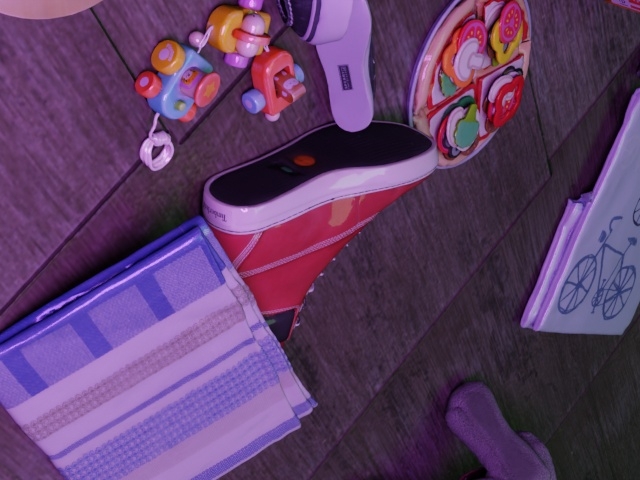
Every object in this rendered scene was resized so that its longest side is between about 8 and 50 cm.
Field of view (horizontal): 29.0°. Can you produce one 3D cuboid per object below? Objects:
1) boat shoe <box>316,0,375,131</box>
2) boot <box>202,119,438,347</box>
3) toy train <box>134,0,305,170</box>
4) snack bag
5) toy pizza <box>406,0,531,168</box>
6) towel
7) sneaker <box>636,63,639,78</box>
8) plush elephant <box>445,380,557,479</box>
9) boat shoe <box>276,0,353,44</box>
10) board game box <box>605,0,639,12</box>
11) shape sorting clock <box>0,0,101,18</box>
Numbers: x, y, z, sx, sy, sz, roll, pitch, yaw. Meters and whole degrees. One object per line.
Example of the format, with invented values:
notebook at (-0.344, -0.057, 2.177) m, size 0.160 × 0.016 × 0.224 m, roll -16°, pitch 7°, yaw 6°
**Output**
boat shoe at (0.023, -0.161, 1.051) m, size 0.040 × 0.049 × 0.142 m, roll -76°, pitch 164°, yaw -52°
boot at (0.000, 0.000, 1.094) m, size 0.244 × 0.088 × 0.176 m, roll -23°, pitch 131°, yaw -33°
toy train at (-0.067, -0.118, 0.953) m, size 0.166 × 0.046 × 0.125 m, roll -36°, pitch 138°, yaw -35°
snack bag at (0.404, -0.029, 1.653) m, size 0.323 × 0.037 × 0.342 m, roll 8°, pitch 107°, yaw -55°
toy pizza at (0.158, -0.163, 1.235) m, size 0.201 × 0.032 × 0.201 m, roll -32°, pitch 136°, yaw -37°
towel at (-0.131, 0.117, 0.998) m, size 0.209 × 0.034 × 0.285 m, roll -32°, pitch 139°, yaw -6°
sneaker at (0.432, -0.253, 1.493) m, size 0.132 × 0.086 × 0.228 m, roll -52°, pitch 146°, yaw -11°
plush elephant at (0.199, 0.380, 1.484) m, size 0.272 × 0.330 × 0.255 m, roll -47°, pitch 162°, yaw -34°
boat shoe at (-0.042, -0.244, 0.860) m, size 0.102 × 0.108 × 0.301 m, roll -18°, pitch 149°, yaw -5°
board game box at (0.472, -0.419, 1.185) m, size 0.356 × 0.356 × 0.356 m, roll -57°, pitch 146°, yaw -8°
shape sorting clock at (-0.168, -0.237, 0.739) m, size 0.206 × 0.040 × 0.206 m, roll -24°, pitch 121°, yaw -47°
